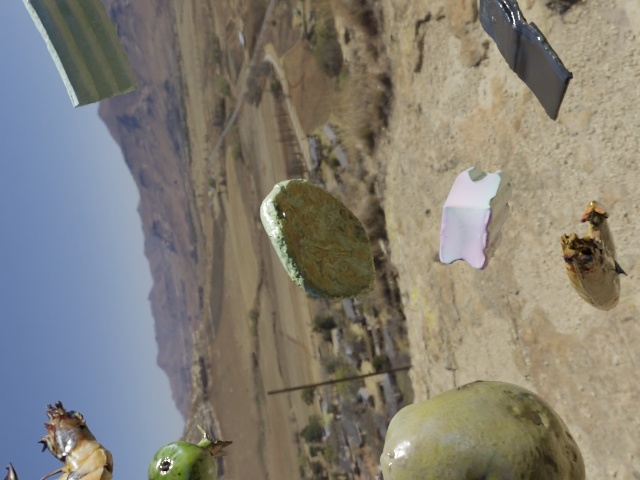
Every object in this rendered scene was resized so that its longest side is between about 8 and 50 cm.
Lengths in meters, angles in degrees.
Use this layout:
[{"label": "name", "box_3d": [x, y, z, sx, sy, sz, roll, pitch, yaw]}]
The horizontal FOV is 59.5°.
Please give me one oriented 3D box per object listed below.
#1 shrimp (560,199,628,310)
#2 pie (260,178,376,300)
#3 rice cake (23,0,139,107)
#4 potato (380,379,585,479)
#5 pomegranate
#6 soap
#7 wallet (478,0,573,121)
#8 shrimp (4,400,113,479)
[{"label": "shrimp", "box_3d": [0.354, 0.015, 0.721, 0.068, 0.248, 0.150, -9, 79, 30]}, {"label": "pie", "box_3d": [0.000, 0.000, 0.715, 0.041, 0.187, 0.187, -40, 53, 32]}, {"label": "rice cake", "box_3d": [-0.412, -0.352, 0.959, 0.043, 0.127, 0.237, -13, 106, 56]}, {"label": "potato", "box_3d": [0.184, 0.256, 0.644, 0.160, 0.235, 0.178, 107, 168, -45]}, {"label": "pomegranate", "box_3d": [-0.285, 0.497, 1.253, 0.152, 0.191, 0.131, 16, 117, 33]}, {"label": "soap", "box_3d": [0.373, -0.070, 1.315, 0.324, 0.109, 0.193, -28, -56, -60]}, {"label": "wallet", "box_3d": [0.439, -0.428, 1.231, 0.323, 0.041, 0.247, 59, -170, 16]}, {"label": "shrimp", "box_3d": [-0.466, 0.393, 0.966, 0.289, 0.178, 0.075, 23, 137, 44]}]
